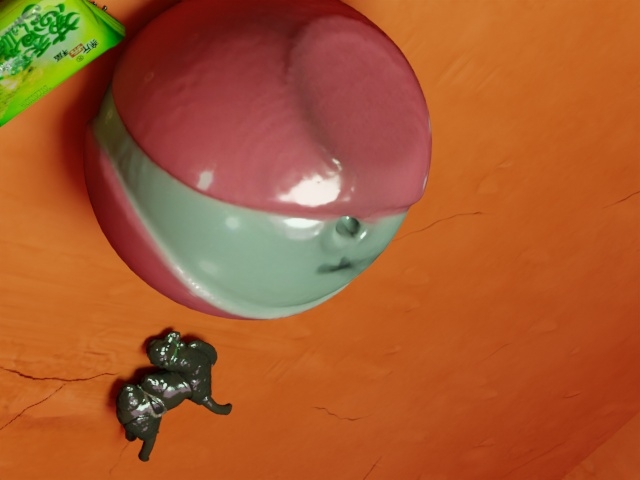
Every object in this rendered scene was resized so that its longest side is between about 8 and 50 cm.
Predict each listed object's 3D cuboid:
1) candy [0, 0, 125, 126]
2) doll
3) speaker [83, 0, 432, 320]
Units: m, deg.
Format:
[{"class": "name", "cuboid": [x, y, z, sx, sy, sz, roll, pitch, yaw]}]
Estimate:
[{"class": "candy", "cuboid": [-0.236, -0.128, 0.835, 0.178, 0.032, 0.102, -36, 149, 1]}, {"class": "doll", "cuboid": [-0.176, 0.169, 1.280, 0.139, 0.057, 0.165, -27, 140, -10]}, {"class": "speaker", "cuboid": [-0.055, -0.067, 0.956, 0.294, 0.294, 0.294, -25, 148, -17]}]
